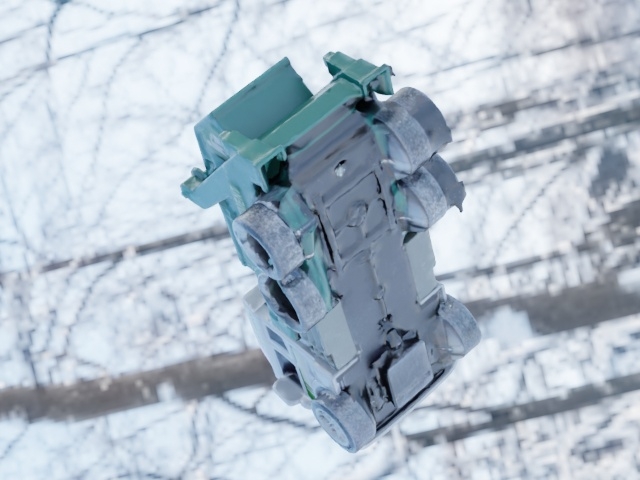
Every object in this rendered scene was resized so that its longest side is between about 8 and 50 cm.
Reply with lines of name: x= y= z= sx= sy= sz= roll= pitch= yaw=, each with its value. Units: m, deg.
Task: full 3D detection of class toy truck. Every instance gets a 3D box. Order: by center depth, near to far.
toy truck: x=0.000 y=0.000 z=0.803 sx=0.116 sy=0.110 sz=0.216 roll=34 pitch=154 yaw=38
